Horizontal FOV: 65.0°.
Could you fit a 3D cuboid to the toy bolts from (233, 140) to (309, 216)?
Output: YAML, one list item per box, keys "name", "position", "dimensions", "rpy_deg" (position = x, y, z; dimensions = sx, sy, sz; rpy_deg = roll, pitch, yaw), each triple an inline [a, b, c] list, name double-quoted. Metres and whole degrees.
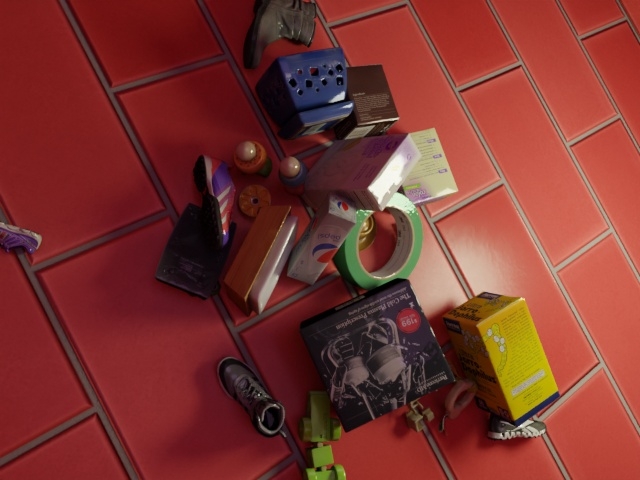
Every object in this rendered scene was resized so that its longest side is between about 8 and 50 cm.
- name: "toy bolts"
  position: [-0.154, -0.185, 1.486]
  dimensions: [0.228, 0.158, 0.219]
  rpy_deg: [5, 80, 8]

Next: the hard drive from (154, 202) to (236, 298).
- name: "hard drive"
  position: [-0.354, 0.032, 1.435]
  dimensions: [0.171, 0.054, 0.255]
  rpy_deg: [24, 58, -15]

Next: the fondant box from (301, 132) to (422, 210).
- name: "fondant box"
  position: [0.110, -0.208, 1.539]
  dimensions: [0.238, 0.330, 0.096]
  rpy_deg: [-53, 125, -23]

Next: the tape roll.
- name: "tape roll"
  position: [0.184, 0.001, 1.591]
  dimensions: [0.320, 0.077, 0.322]
  rpy_deg: [-8, 104, -33]

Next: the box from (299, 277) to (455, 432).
- name: "box"
  position: [0.155, 0.319, 1.458]
  dimensions: [0.342, 0.179, 0.313]
  rpy_deg: [-25, 89, -2]

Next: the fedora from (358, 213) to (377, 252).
- name: "fedora"
  position: [0.108, -0.052, 1.640]
  dimensions: [0.194, 0.079, 0.195]
  rpy_deg: [5, 76, -19]

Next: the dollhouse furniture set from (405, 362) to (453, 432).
- name: "dollhouse furniture set"
  position: [0.331, 0.488, 1.613]
  dimensions: [0.181, 0.101, 0.161]
  rpy_deg: [-24, 111, -25]

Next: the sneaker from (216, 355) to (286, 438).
- name: "sneaker"
  position: [-0.179, 0.429, 1.376]
  dimensions: [0.101, 0.153, 0.269]
  rpy_deg: [-37, 92, -24]

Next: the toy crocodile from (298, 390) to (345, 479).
- name: "toy crocodile"
  position: [-0.004, 0.607, 1.440]
  dimensions: [0.115, 0.105, 0.341]
  rpy_deg: [2, 72, -20]

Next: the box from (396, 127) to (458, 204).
- name: "box"
  position: [0.324, -0.242, 1.747]
  dimensions: [0.213, 0.117, 0.243]
  rpy_deg: [-17, 83, -24]

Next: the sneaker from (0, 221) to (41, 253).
- name: "sneaker"
  position: [-0.812, -0.009, 1.285]
  dimensions: [0.169, 0.068, 0.071]
  rpy_deg: [19, 77, -17]

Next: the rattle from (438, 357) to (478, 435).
- name: "rattle"
  position: [0.409, 0.512, 1.645]
  dimensions: [0.130, 0.142, 0.200]
  rpy_deg: [-1, 120, -55]

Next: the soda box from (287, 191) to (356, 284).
- name: "soda box"
  position: [0.000, 0.000, 1.471]
  dimensions: [0.091, 0.286, 0.098]
  rpy_deg: [21, 39, -16]

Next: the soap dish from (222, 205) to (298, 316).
- name: "soap dish"
  position: [-0.170, 0.056, 1.438]
  dimensions: [0.118, 0.229, 0.291]
  rpy_deg: [24, 70, 3]

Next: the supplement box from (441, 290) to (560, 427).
- name: "supplement box"
  position: [0.576, 0.370, 1.616]
  dimensions: [0.195, 0.194, 0.357]
  rpy_deg: [-26, 98, -17]

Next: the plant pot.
- name: "plant pot"
  position: [-0.043, -0.455, 1.600]
  dimensions: [0.235, 0.236, 0.212]
  rpy_deg: [-20, 93, -24]

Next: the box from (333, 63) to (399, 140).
- name: "box"
  position: [0.133, -0.457, 1.695]
  dimensions: [0.166, 0.168, 0.203]
  rpy_deg: [-14, 83, -23]

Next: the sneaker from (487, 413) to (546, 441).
- name: "sneaker"
  position: [0.667, 0.613, 1.701]
  dimensions: [0.234, 0.078, 0.106]
  rpy_deg: [2, 79, -18]

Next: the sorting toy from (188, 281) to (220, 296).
- name: "sorting toy"
  position: [-0.334, 0.139, 1.445]
  dimensions: [0.101, 0.042, 0.061]
  rpy_deg: [-5, 80, -22]

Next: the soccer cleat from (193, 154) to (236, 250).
- name: "soccer cleat"
  position: [-0.287, -0.113, 1.453]
  dimensions: [0.116, 0.109, 0.319]
  rpy_deg: [6, 53, -34]

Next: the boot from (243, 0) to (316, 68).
- name: "boot"
  position: [-0.125, -0.700, 1.688]
  dimensions: [0.222, 0.118, 0.339]
  rpy_deg: [17, 76, -22]
